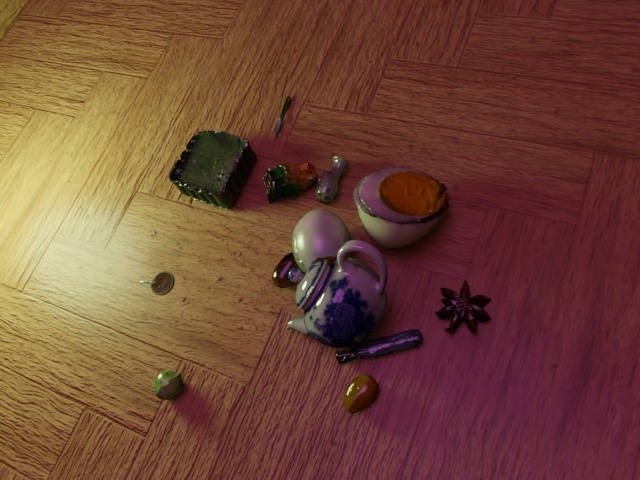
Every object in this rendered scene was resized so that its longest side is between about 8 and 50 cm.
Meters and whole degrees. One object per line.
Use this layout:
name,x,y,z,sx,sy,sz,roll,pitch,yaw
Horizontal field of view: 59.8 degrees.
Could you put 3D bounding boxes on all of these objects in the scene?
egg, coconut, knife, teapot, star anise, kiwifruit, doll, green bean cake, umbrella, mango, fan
egg,0.239,-0.090,1.675,0.264,0.174,0.286,31,53,26
coconut,-0.458,0.432,1.678,0.096,0.088,0.088,-45,61,-1
knife,-0.142,-0.456,2.045,0.022,0.026,0.184,24,67,-16
teapot,0.034,0.154,1.542,0.279,0.424,0.252,31,39,-6
star anise,0.397,0.185,1.548,0.167,0.057,0.168,-7,64,15
egg,0.000,0.000,1.689,0.182,0.183,0.217,-23,53,5
kiwifruit,-0.101,0.094,1.737,0.075,0.075,0.125,26,71,26
doll,-0.101,-0.199,1.855,0.186,0.134,0.106,-19,59,0
green bean cake,-0.375,-0.258,1.959,0.240,0.132,0.255,14,68,22
umbrella,0.164,0.297,1.567,0.250,0.052,0.053,-15,62,9
mango,0.108,0.420,1.521,0.080,0.060,0.114,26,79,29
fan,-0.559,0.143,1.892,0.133,0.005,0.085,3,67,18

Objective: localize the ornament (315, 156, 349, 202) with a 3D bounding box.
ornament,0.034,-0.197,1.834,0.081,0.074,0.156,31,73,-16
